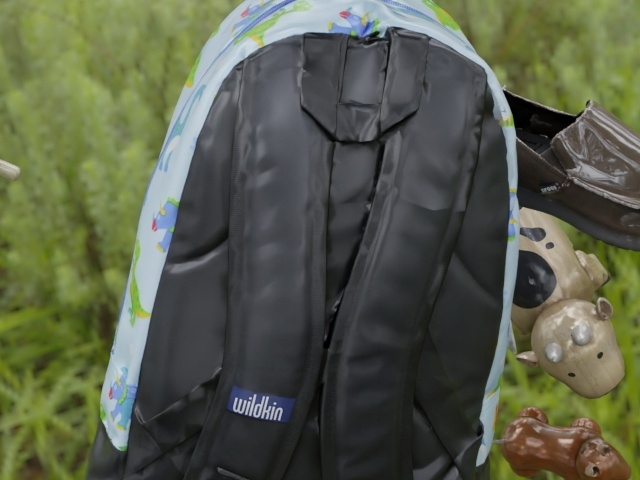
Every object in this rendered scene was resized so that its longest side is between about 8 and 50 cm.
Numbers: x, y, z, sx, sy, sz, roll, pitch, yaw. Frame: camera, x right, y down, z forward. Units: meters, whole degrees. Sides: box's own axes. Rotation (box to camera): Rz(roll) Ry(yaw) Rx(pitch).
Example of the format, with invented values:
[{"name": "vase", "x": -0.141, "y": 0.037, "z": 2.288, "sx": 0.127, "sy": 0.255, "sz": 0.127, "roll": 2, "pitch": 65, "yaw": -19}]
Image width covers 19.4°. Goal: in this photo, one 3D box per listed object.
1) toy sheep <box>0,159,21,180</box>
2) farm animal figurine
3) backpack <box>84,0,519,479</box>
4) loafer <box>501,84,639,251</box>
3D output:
[{"name": "toy sheep", "x": -0.295, "y": -0.075, "z": 1.449, "sx": 0.132, "sy": 0.091, "sz": 0.091, "roll": 28, "pitch": 32, "yaw": -11}, {"name": "farm animal figurine", "x": 0.209, "y": 0.032, "z": 1.507, "sx": 0.326, "sy": 0.330, "sz": 0.172, "roll": 39, "pitch": 8, "yaw": 12}, {"name": "backpack", "x": 0.000, "y": 0.000, "z": 1.272, "sx": 0.290, "sy": 0.356, "sz": 0.273, "roll": 5, "pitch": 32, "yaw": -3}, {"name": "loafer", "x": 0.192, "y": -0.055, "z": 1.324, "sx": 0.220, "sy": 0.078, "sz": 0.080, "roll": 15, "pitch": 41, "yaw": 26}]
